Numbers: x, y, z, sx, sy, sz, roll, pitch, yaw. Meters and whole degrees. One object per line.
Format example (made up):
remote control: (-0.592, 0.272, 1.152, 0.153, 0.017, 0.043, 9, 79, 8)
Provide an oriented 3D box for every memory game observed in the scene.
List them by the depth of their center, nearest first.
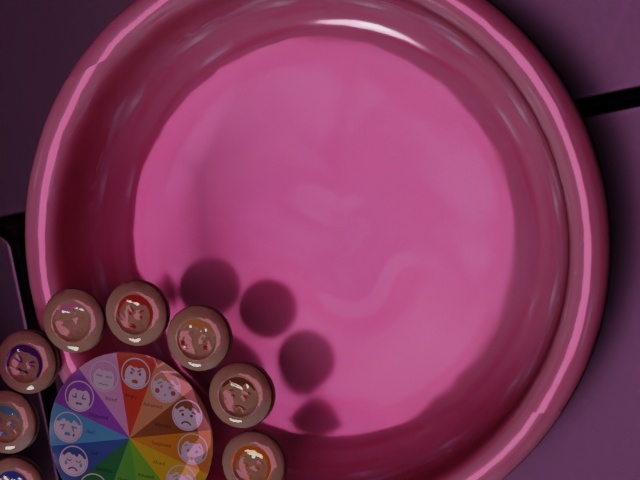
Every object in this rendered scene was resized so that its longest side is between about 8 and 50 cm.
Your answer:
memory game: (-0.107, 0.112, 1.085, 0.186, 0.012, 0.186, 2, 97, 17)

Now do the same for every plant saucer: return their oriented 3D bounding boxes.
plant saucer: (0.000, 0.000, 1.094, 0.332, 0.084, 0.332, 1, 95, 15)

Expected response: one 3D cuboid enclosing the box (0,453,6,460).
box: (-0.271, 0.134, 1.137, 0.091, 0.170, 0.130, -35, 85, 16)
